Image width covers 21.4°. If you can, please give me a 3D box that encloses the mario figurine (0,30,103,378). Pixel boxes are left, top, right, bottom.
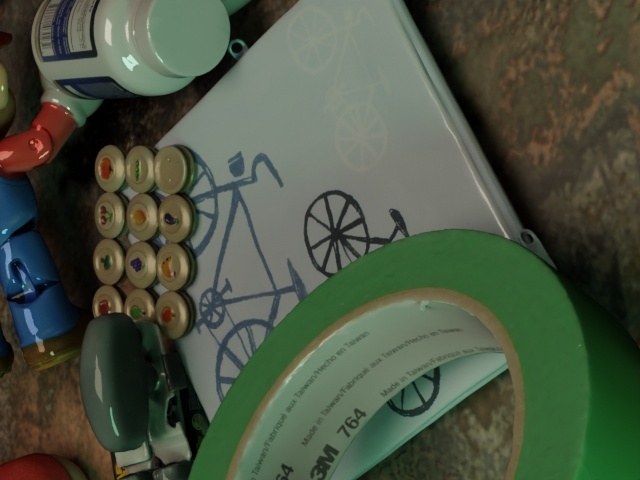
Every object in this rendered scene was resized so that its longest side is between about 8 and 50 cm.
[{"bbox_3d":[-0.270,-0.053,1.396,0.170,0.198,0.320,-5,100,65],"label":"mario figurine"}]

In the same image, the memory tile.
[{"bbox_3d":[-0.137,0.000,1.301,0.113,0.012,0.148,5,95,42],"label":"memory tile"}]

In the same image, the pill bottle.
[{"bbox_3d":[-0.140,-0.154,1.274,0.169,0.094,0.094,5,95,55],"label":"pill bottle"}]

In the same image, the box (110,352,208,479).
[{"bbox_3d":[-0.127,0.162,1.336,0.094,0.027,0.137,-18,80,42],"label":"box"}]

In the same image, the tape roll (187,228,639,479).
[{"bbox_3d":[0.047,0.149,0.991,0.321,0.077,0.321,-31,39,30],"label":"tape roll"}]

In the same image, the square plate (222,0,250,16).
[{"bbox_3d":[-0.059,-0.378,1.176,0.344,0.049,0.347,-31,88,39],"label":"square plate"}]

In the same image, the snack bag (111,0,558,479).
[{"bbox_3d":[0.000,0.000,1.208,0.342,0.037,0.323,-42,65,36],"label":"snack bag"}]

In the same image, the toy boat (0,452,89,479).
[{"bbox_3d":[-0.294,0.268,1.411,0.231,0.151,0.151,-23,75,41],"label":"toy boat"}]

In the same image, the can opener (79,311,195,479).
[{"bbox_3d":[-0.129,0.193,1.266,0.074,0.093,0.280,-19,84,38],"label":"can opener"}]
